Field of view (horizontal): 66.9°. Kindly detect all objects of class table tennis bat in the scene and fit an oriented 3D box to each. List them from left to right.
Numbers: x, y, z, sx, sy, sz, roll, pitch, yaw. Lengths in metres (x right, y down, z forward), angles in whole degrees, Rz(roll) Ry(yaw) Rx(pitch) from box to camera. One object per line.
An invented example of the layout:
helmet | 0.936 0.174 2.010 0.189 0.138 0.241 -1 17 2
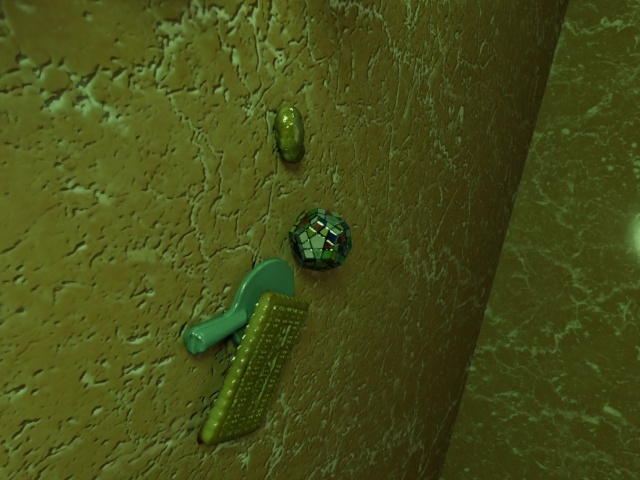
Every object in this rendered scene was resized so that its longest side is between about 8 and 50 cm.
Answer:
table tennis bat | -0.114 0.113 0.755 0.244 0.040 0.153 -24 126 -55

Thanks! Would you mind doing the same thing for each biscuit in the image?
biscuit | -0.099 0.209 0.792 0.255 0.029 0.172 -66 157 -3

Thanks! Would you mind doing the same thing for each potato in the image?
potato | -0.046 -0.157 0.733 0.047 0.045 0.092 -92 179 -57

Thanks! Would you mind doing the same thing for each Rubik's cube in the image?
Rubik's cube | 0.000 0.000 0.826 0.093 0.111 0.111 -6 111 -85
